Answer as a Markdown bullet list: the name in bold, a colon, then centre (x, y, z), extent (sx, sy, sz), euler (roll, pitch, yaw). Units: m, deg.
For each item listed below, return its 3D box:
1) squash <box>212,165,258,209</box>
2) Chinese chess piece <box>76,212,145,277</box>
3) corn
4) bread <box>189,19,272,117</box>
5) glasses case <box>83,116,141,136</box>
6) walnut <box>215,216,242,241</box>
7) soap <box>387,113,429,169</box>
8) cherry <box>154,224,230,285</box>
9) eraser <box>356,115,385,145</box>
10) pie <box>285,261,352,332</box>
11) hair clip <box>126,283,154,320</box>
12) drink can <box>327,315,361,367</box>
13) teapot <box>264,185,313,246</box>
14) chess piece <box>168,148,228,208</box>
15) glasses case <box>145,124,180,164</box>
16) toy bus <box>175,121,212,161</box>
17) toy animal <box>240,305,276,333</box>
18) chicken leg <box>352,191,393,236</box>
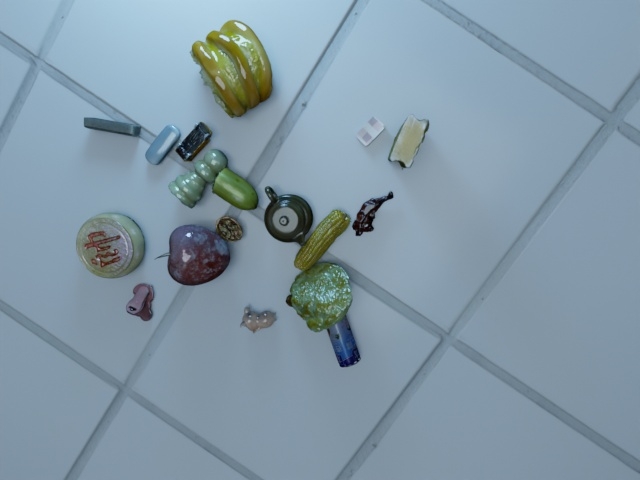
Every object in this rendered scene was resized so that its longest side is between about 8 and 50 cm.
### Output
- **squash**: centre (-0.322, -0.185, 1.836), extent (0.186, 0.123, 0.123), euler (36, 101, 1)
- **Chinese chess piece**: centre (-0.855, 0.020, 1.933), extent (0.269, 0.112, 0.271), euler (1, 99, 7)
- **corn**: centre (0.000, 0.000, 1.833), extent (0.101, 0.101, 0.292), euler (41, 101, 0)
- **bread**: centre (-0.317, -0.628, 1.725), extent (0.270, 0.211, 0.316), euler (-28, 97, 9)
- **glasses case**: centre (-0.827, -0.451, 1.881), extent (0.204, 0.071, 0.047), euler (11, 103, 4)
- **walnut**: centre (-0.361, -0.047, 1.893), extent (0.121, 0.052, 0.091), euler (41, 99, -2)
- **soap**: centre (0.304, -0.341, 1.659), extent (0.089, 0.274, 0.174), euler (24, 100, 2)
- **cherry**: centre (-0.499, 0.055, 1.846), extent (0.285, 0.213, 0.236), euler (-4, 129, -14)
- **eraser**: centre (0.189, -0.413, 1.788), extent (0.065, 0.026, 0.105), euler (45, 101, 2)
- **pie**: centre (0.003, 0.206, 1.811), extent (0.257, 0.105, 0.274), euler (-51, 50, 3)
- **hair clip**: centre (-0.755, 0.258, 1.997), extent (0.123, 0.102, 0.138), euler (19, 68, 2)
- **drink can**: centre (0.081, 0.377, 1.881), extent (0.097, 0.097, 0.236), euler (-17, 96, 9)
- **teapot**: centre (-0.132, -0.093, 1.800), extent (0.185, 0.175, 0.268), euler (-34, 93, 8)
- **chess piece**: centre (-0.462, -0.252, 1.846), extent (0.243, 0.133, 0.133), euler (-43, 92, 4)
- **glasses case**: centre (-0.626, -0.379, 1.879), extent (0.067, 0.045, 0.178), euler (42, 100, -1)
- **toy bus**: centre (-0.487, -0.384, 1.848), extent (0.162, 0.074, 0.070), euler (-43, 84, 13)
- **toy animal**: centre (-0.253, 0.319, 1.921), extent (0.149, 0.083, 0.089), euler (-3, 120, -10)
- **chicken leg**: centre (0.194, -0.108, 1.821), extent (0.089, 0.048, 0.219), euler (31, 100, -2)
